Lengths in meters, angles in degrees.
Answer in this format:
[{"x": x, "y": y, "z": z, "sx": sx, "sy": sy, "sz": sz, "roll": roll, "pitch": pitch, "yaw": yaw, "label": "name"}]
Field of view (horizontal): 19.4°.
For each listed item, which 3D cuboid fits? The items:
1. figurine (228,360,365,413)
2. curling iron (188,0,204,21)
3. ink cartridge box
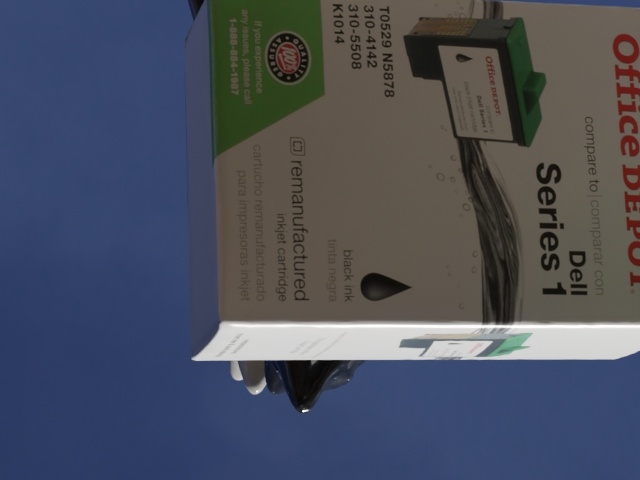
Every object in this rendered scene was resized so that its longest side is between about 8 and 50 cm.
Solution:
[{"x": 0.000, "y": 0.000, "z": 1.149, "sx": 0.092, "sy": 0.215, "sz": 0.209, "roll": 20, "pitch": -96, "yaw": -12, "label": "figurine"}, {"x": -0.107, "y": -0.240, "z": 1.201, "sx": 0.068, "sy": 0.274, "sz": 0.035, "roll": -20, "pitch": -169, "yaw": 0, "label": "curling iron"}, {"x": 0.051, "y": -0.028, "z": 0.876, "sx": 0.219, "sy": 0.092, "sz": 0.160, "roll": 0, "pitch": -103, "yaw": -13, "label": "ink cartridge box"}]
